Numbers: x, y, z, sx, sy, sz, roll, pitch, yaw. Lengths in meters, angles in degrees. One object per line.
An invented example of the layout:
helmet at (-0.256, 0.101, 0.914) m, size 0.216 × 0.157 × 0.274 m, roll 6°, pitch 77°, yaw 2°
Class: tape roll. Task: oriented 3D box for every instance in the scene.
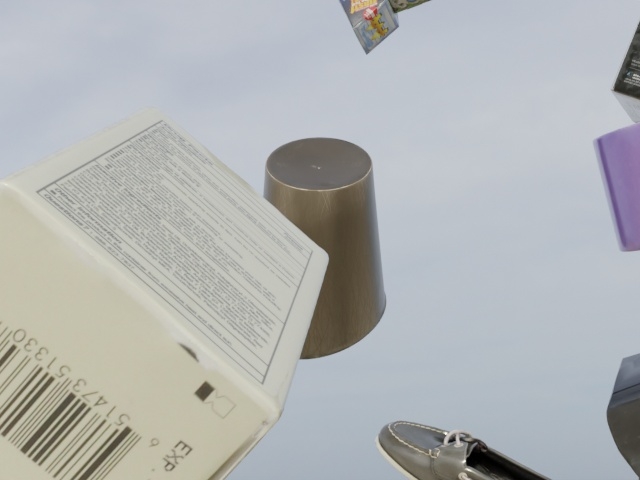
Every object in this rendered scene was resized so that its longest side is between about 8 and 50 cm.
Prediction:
tape roll at (0.281, -0.052, 0.636) m, size 0.188 × 0.080 × 0.189 m, roll -14°, pitch -1°, yaw 0°

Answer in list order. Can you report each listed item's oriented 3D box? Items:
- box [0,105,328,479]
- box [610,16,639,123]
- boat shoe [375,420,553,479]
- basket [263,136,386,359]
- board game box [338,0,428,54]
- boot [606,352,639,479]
box at (-0.098, 0.036, 0.501) m, size 0.148 × 0.127 × 0.232 m, roll 41°, pitch 15°, yaw -6°
box at (0.365, -0.241, 0.872) m, size 0.087 × 0.290 × 0.169 m, roll 24°, pitch 8°, yaw 24°
boat shoe at (0.229, 0.301, 1.231) m, size 0.335 × 0.096 × 0.112 m, roll 29°, pitch 20°, yaw 22°
basket at (0.000, 0.000, 1.212) m, size 0.154 × 0.227 × 0.204 m, roll 24°, pitch 41°, yaw 30°
board game box at (0.097, -0.370, 1.422) m, size 0.194 × 0.194 × 0.060 m, roll -16°, pitch -38°, yaw 17°
boot at (0.493, 0.199, 0.739) m, size 0.445 × 0.367 × 0.146 m, roll -25°, pitch -6°, yaw 24°
